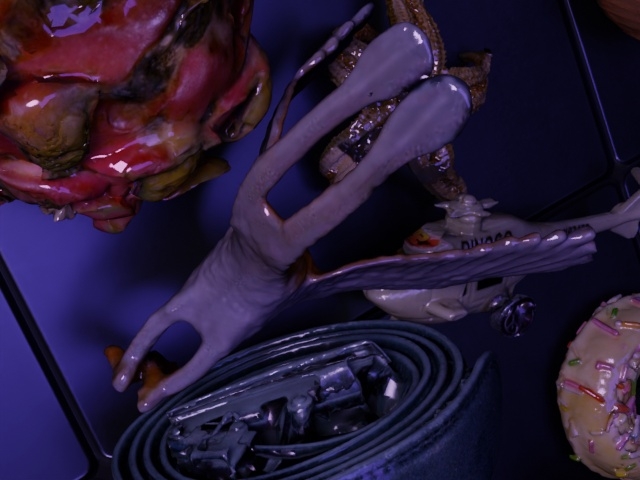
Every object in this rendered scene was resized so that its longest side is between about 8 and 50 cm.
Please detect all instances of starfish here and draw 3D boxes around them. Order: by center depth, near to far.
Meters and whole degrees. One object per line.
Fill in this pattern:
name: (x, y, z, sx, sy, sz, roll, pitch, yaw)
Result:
starfish: (0.069, -0.117, 0.755, 0.146, 0.074, 0.190, 0, 94, -20)

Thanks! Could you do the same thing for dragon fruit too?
dragon fruit: (-0.138, -0.146, 0.553, 0.269, 0.250, 0.291, -39, 126, -9)

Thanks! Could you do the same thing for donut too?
donut: (0.286, 0.131, 0.887, 0.174, 0.068, 0.175, -4, 99, -25)

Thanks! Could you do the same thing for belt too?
belt: (-0.001, 0.134, 0.666, 0.267, 0.206, 0.116, -21, 112, -12)

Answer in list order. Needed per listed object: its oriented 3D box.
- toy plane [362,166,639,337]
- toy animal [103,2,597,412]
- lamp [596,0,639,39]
toy plane: (0.156, 0.002, 0.783, 0.286, 0.092, 0.108, -11, 121, -27)
toy animal: (-0.016, 0.015, 0.581, 0.302, 0.284, 0.225, -41, 84, 16)
lamp: (0.282, -0.221, 0.807, 0.136, 0.136, 0.136, -3, 97, -25)
